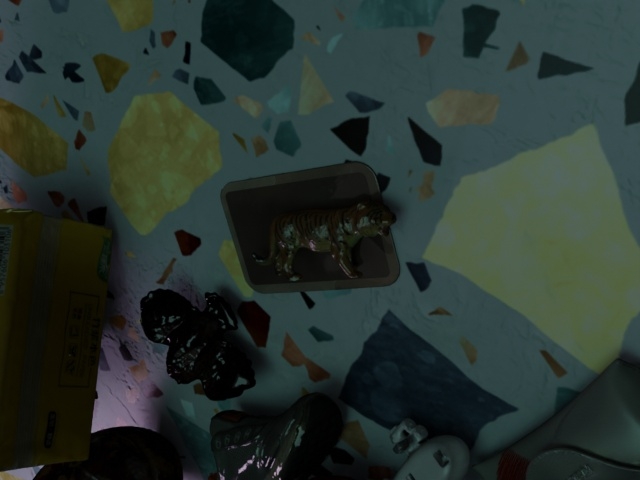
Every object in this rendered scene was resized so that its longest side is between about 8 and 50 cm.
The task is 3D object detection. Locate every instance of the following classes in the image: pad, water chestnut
[{"bbox_3d":[-0.021,-0.011,1.085,0.266,0.002,0.176,-6,106,34],"label":"pad"},{"bbox_3d":[-0.368,0.446,1.338,0.244,0.289,0.288,27,128,56],"label":"water chestnut"}]

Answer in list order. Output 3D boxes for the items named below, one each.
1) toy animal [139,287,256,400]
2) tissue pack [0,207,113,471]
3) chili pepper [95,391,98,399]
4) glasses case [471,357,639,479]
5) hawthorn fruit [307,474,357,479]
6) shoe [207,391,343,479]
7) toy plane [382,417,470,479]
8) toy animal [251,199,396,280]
[{"bbox_3d":[-0.189,0.165,1.226,0.219,0.116,0.179,39,155,7],"label":"toy animal"},{"bbox_3d":[-0.511,0.152,1.231,0.294,0.228,0.381,-1,78,23],"label":"tissue pack"},{"bbox_3d":[-0.524,0.140,1.431,0.369,0.092,0.137,34,139,25],"label":"chili pepper"},{"bbox_3d":[0.305,0.267,0.942,0.128,0.083,0.308,44,126,9],"label":"glasses case"},{"bbox_3d":[0.014,0.434,1.095,0.205,0.253,0.204,-1,77,4],"label":"hawthorn fruit"},{"bbox_3d":[-0.091,0.309,1.201,0.171,0.132,0.336,44,130,21],"label":"shoe"},{"bbox_3d":[0.148,0.326,1.072,0.174,0.080,0.173,9,103,45],"label":"toy plane"},{"bbox_3d":[0.000,0.000,1.044,0.241,0.057,0.099,-3,101,35],"label":"toy animal"}]
